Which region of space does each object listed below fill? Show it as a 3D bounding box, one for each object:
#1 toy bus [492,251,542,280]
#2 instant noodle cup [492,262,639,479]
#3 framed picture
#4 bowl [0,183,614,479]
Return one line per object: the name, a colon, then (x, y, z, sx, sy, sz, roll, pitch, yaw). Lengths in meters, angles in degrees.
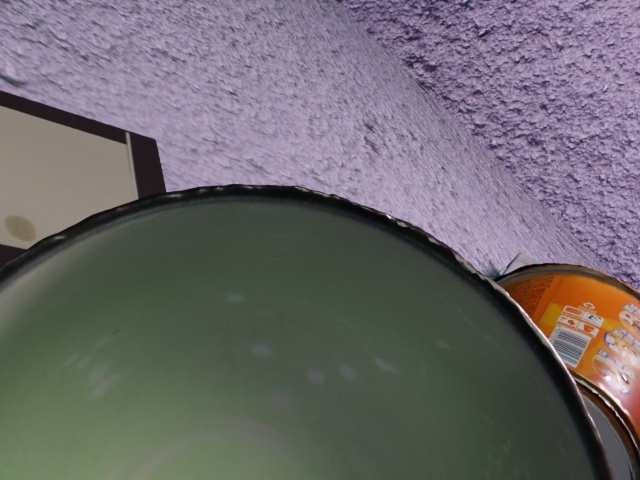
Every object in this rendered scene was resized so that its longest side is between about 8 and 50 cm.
toy bus: (0.372, 0.095, 1.405, 0.109, 0.091, 0.261, 37, 20, 13)
instant noodle cup: (0.240, 0.190, 0.812, 0.296, 0.296, 0.214, 47, 32, 11)
framed picture: (-0.285, -0.061, 0.641, 0.347, 0.016, 0.265, 16, 34, -32)
bowl: (-0.043, 0.164, 0.401, 0.354, 0.354, 0.185, 42, -21, -1)
